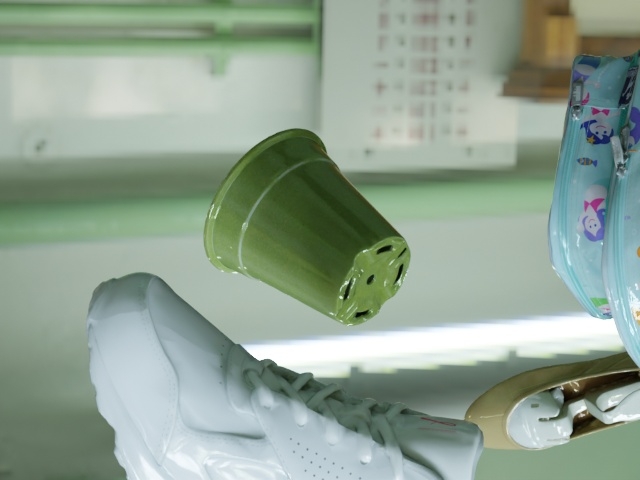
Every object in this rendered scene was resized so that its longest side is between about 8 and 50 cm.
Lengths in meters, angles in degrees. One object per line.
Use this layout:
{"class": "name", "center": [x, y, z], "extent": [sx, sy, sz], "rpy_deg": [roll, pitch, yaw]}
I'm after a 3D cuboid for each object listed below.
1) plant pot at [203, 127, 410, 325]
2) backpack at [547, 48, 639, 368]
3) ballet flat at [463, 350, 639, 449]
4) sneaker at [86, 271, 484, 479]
{"class": "plant pot", "center": [0.000, 0.000, 0.859], "extent": [0.079, 0.083, 0.083], "rpy_deg": [36, -151, 31]}
{"class": "backpack", "center": [0.268, -0.018, 1.241], "extent": [0.191, 0.254, 0.225], "rpy_deg": [-7, 153, 25]}
{"class": "ballet flat", "center": [0.248, 0.154, 1.680], "extent": [0.232, 0.080, 0.073], "rpy_deg": [-20, -158, 7]}
{"class": "sneaker", "center": [0.005, 0.088, 0.712], "extent": [0.115, 0.232, 0.090], "rpy_deg": [-36, -163, 19]}
